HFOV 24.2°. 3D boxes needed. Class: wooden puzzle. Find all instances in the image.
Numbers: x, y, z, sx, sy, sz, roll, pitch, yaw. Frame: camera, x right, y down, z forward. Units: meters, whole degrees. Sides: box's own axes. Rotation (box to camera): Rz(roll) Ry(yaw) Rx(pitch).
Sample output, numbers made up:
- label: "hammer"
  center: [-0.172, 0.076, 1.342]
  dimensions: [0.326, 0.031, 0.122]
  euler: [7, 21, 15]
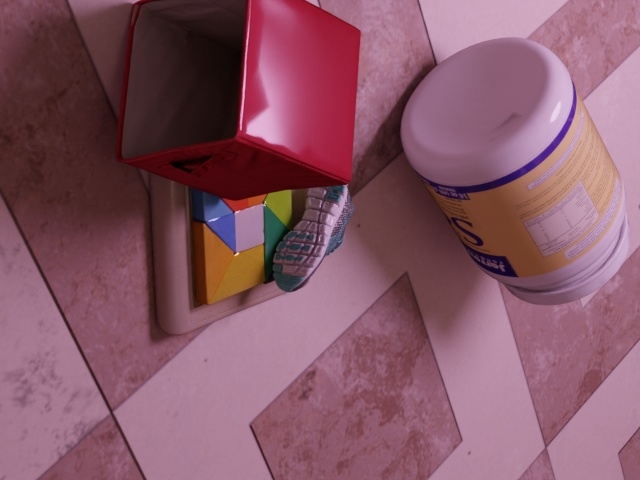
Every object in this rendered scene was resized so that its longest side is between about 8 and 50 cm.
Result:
- label: "wooden puzzle"
  center: [-0.099, -0.015, 1.811]
  dimensions: [0.239, 0.044, 0.221]
  euler: [-18, 115, -42]

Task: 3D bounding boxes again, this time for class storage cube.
- label: "storage cube"
  center: [-0.088, -0.160, 1.646]
  dimensions: [0.193, 0.184, 0.215]
  euler: [18, 70, -48]

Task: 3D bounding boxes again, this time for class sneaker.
- label: "sneaker"
  center: [0.000, 0.000, 1.866]
  dimensions: [0.166, 0.065, 0.076]
  euler: [-61, 146, -18]

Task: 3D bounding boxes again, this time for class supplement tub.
- label: "supplement tub"
  center: [0.277, -0.087, 2.045]
  dimensions: [0.241, 0.241, 0.331]
  euler: [-55, 134, -20]
